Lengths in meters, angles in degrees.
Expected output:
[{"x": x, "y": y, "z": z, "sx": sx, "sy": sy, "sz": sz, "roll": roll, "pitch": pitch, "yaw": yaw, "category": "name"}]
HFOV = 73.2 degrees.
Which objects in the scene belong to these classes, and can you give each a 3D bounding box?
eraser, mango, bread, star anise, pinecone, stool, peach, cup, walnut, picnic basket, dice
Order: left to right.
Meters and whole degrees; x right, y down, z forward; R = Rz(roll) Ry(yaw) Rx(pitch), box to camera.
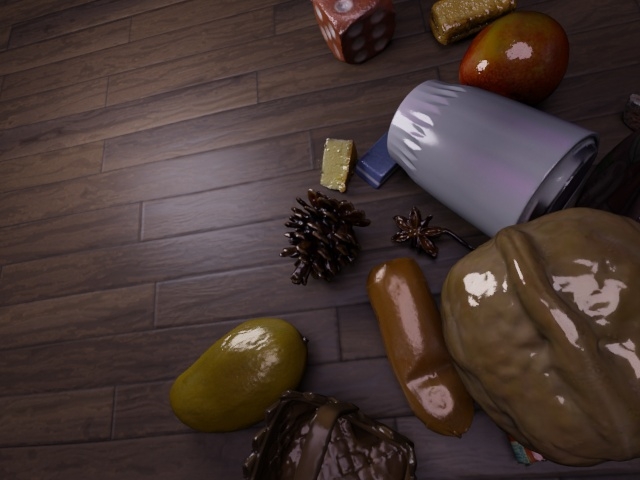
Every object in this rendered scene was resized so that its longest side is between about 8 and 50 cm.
[{"x": -0.167, "y": 0.297, "z": 0.915, "sx": 0.331, "sy": 0.142, "sz": 0.195, "roll": -40, "pitch": 62, "yaw": 5, "category": "mango"}, {"x": 0.002, "y": 0.001, "z": 0.957, "sx": 0.185, "sy": 0.168, "sz": 0.213, "roll": 10, "pitch": 85, "yaw": 60, "category": "pinecone"}, {"x": 0.007, "y": 0.403, "z": 0.737, "sx": 0.291, "sy": 0.321, "sz": 0.254, "roll": 17, "pitch": 79, "yaw": 21, "category": "picnic basket"}, {"x": 0.036, "y": -0.186, "z": 1.064, "sx": 0.084, "sy": 0.080, "sz": 0.109, "roll": 14, "pitch": 72, "yaw": 20, "category": "bread"}, {"x": 0.093, "y": -0.598, "z": 1.146, "sx": 0.173, "sy": 0.175, "sz": 0.179, "roll": -30, "pitch": 66, "yaw": 0, "category": "dice"}, {"x": 0.187, "y": -0.233, "z": 1.067, "sx": 0.225, "sy": 0.036, "sz": 0.082, "roll": -45, "pitch": 67, "yaw": -5, "category": "eraser"}, {"x": 0.249, "y": -0.011, "z": 0.962, "sx": 0.190, "sy": 0.070, "sz": 0.098, "roll": 27, "pitch": 106, "yaw": 19, "category": "star anise"}, {"x": 0.394, "y": -0.594, "z": 1.123, "sx": 0.210, "sy": 0.083, "sz": 0.114, "roll": -20, "pitch": 73, "yaw": 6, "category": "bread"}, {"x": 0.339, "y": -0.169, "z": 0.889, "sx": 0.253, "sy": 0.253, "sz": 0.371, "roll": -44, "pitch": 56, "yaw": -5, "category": "cup"}, {"x": 0.432, "y": -0.395, "z": 0.973, "sx": 0.230, "sy": 0.231, "sz": 0.231, "roll": -4, "pitch": 70, "yaw": 12, "category": "peach"}, {"x": 0.377, "y": 0.141, "z": 0.666, "sx": 0.380, "sy": 0.381, "sz": 0.382, "roll": -4, "pitch": 70, "yaw": 12, "category": "walnut"}, {"x": 0.626, "y": -0.065, "z": 0.799, "sx": 0.178, "sy": 0.272, "sz": 0.272, "roll": 25, "pitch": 78, "yaw": 4, "category": "stool"}]

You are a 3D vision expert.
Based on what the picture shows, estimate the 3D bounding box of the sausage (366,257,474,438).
[{"x": 0.198, "y": 0.212, "z": 0.867, "sx": 0.134, "sy": 0.116, "sz": 0.354, "roll": -14, "pitch": 70, "yaw": -7, "category": "sausage"}]

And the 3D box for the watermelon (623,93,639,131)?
[{"x": 0.770, "y": -0.240, "z": 0.915, "sx": 0.241, "sy": 0.094, "sz": 0.154, "roll": 40, "pitch": 76, "yaw": 25, "category": "watermelon"}]

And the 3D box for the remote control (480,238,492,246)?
[{"x": 0.427, "y": -0.012, "z": 0.936, "sx": 0.212, "sy": 0.028, "sz": 0.059, "roll": -38, "pitch": 63, "yaw": -3, "category": "remote control"}]

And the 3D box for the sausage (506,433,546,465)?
[{"x": 0.358, "y": 0.278, "z": 0.823, "sx": 0.083, "sy": 0.083, "sz": 0.264, "roll": -19, "pitch": 67, "yaw": 6, "category": "sausage"}]
